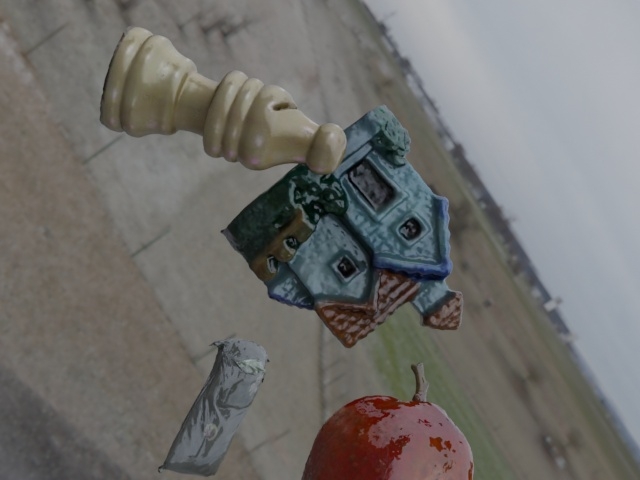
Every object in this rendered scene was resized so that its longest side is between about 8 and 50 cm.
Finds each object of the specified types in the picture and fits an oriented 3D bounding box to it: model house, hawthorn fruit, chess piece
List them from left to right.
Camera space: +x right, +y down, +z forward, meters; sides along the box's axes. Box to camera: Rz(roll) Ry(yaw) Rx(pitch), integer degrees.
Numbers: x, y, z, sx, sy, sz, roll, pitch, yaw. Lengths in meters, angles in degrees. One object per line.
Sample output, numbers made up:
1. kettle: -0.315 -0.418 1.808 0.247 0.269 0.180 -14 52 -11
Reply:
1. chess piece: -0.115 -0.153 1.443 0.307 0.139 0.124 22 8 8
2. model house: 0.069 0.030 1.674 0.329 0.295 0.252 53 -4 2
3. hawthorn fruit: 0.085 0.266 1.335 0.205 0.253 0.205 21 -3 1

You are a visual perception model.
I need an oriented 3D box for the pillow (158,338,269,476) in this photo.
1. pillow: -0.165 0.287 1.921 0.059 0.255 0.169 24 -3 30
